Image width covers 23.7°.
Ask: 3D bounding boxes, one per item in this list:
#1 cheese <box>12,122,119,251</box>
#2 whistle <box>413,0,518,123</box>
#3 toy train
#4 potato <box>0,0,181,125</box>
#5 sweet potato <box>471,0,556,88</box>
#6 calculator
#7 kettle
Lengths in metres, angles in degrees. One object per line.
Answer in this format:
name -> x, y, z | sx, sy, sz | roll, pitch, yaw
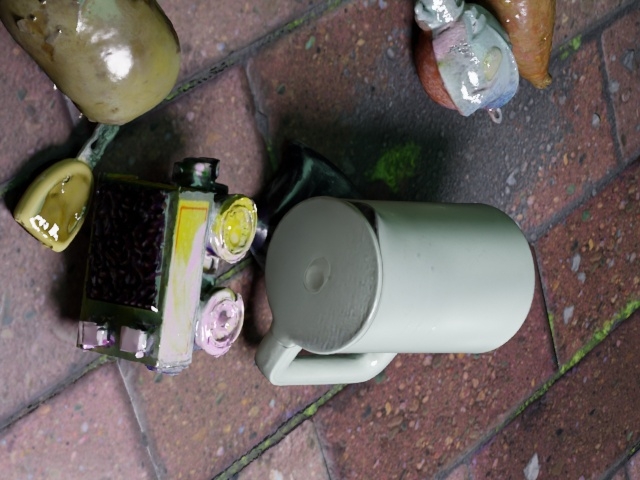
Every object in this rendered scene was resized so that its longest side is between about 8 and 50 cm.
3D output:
cheese -> -0.277, -0.071, 1.711 | 0.086, 0.036, 0.162 | 46, 67, -42
whistle -> 0.165, -0.295, 2.047 | 0.142, 0.134, 0.346 | -46, 118, -23
toy train -> -0.173, 0.030, 1.751 | 0.177, 0.134, 0.260 | 1, 98, -61
potato -> -0.248, -0.232, 1.617 | 0.165, 0.165, 0.262 | -60, 140, -16
sweet potato -> 0.271, -0.346, 2.136 | 0.131, 0.131, 0.336 | -54, 143, -22
calculator -> 0.000, 0.000, 2.004 | 0.177, 0.040, 0.268 | -56, 136, -17
kettle -> 0.084, 0.058, 1.969 | 0.318, 0.265, 0.205 | 1, 71, -48
